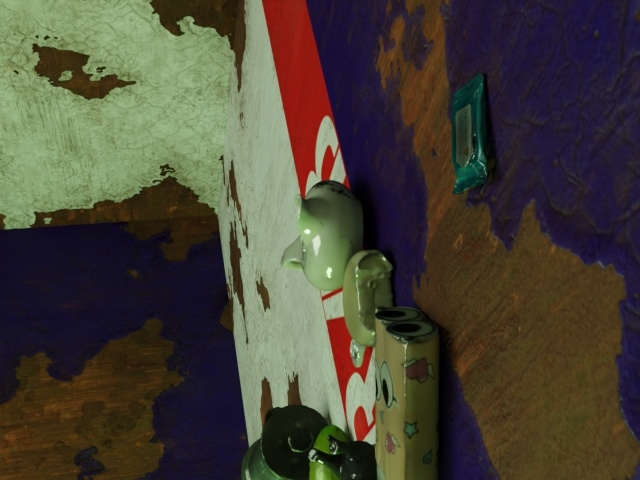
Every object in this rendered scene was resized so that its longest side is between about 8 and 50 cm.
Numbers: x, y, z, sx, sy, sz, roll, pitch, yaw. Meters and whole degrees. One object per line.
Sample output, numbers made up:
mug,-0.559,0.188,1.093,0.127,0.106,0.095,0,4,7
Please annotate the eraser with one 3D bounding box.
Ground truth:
eraser,0.130,0.262,1.187,0.171,0.087,0.291,-126,33,-75

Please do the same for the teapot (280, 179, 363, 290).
teapot,0.000,0.000,1.489,0.300,0.165,0.209,122,139,-60

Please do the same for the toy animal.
toy animal,0.078,0.430,1.287,0.082,0.137,0.269,-51,47,17

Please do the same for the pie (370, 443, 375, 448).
pie,0.107,0.488,1.430,0.240,0.054,0.241,177,90,-78

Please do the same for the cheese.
cheese,0.077,0.124,1.403,0.249,0.070,0.164,113,149,-64

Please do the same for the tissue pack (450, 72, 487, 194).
tissue pack,0.186,-0.130,0.963,0.085,0.027,0.138,152,117,-72

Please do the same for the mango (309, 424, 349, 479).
mango,0.025,0.490,1.682,0.119,0.100,0.179,105,164,-60

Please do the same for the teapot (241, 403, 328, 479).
teapot,-0.064,0.563,1.929,0.270,0.200,0.337,53,153,17
